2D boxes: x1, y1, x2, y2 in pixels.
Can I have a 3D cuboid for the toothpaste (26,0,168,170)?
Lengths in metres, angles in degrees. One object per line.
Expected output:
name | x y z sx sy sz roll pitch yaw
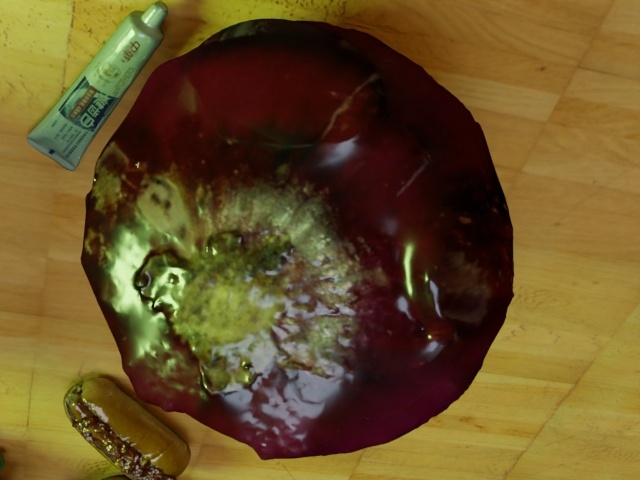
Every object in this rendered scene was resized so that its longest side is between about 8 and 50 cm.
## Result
toothpaste | -0.215 -0.151 0.922 0.060 0.038 0.233 29 129 -25

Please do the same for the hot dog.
hot dog | -0.266 0.282 1.322 0.102 0.076 0.249 -24 131 13

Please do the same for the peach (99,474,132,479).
peach | -0.292 0.455 1.409 0.197 0.197 0.197 -2 135 -2

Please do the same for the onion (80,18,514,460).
onion | 0.000 0.000 0.924 0.398 0.399 0.420 -18 173 13

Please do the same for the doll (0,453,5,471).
doll | -0.555 0.370 1.302 0.321 0.199 0.186 27 157 -38
